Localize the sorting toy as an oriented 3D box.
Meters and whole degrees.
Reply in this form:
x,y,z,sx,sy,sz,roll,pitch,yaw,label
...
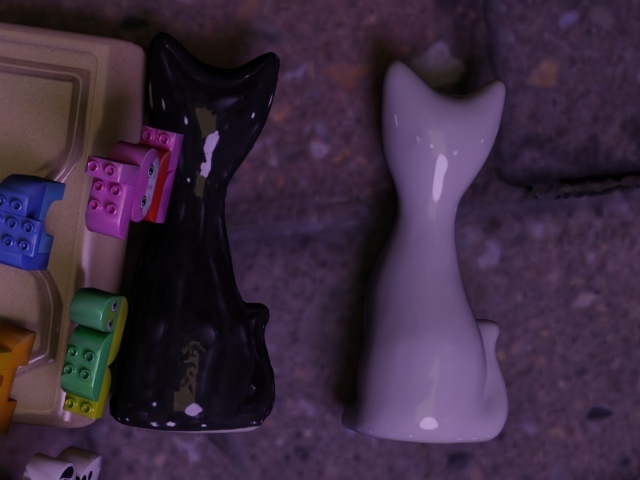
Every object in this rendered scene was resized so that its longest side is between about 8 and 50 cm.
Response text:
x,y,z,sx,sy,sz,roll,pitch,yaw,label
-0.221,0.032,0.990,0.229,0.041,0.307,7,95,-15,sorting toy

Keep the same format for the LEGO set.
x,y,z,sx,sy,sz,roll,pitch,yaw,label
-0.150,0.045,0.928,0.087,0.093,0.227,15,94,18,LEGO set

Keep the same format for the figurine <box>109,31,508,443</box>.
x,y,z,sx,sy,sz,roll,pitch,yaw,label
0.000,0.000,1.012,0.215,0.092,0.209,4,89,-13,figurine
